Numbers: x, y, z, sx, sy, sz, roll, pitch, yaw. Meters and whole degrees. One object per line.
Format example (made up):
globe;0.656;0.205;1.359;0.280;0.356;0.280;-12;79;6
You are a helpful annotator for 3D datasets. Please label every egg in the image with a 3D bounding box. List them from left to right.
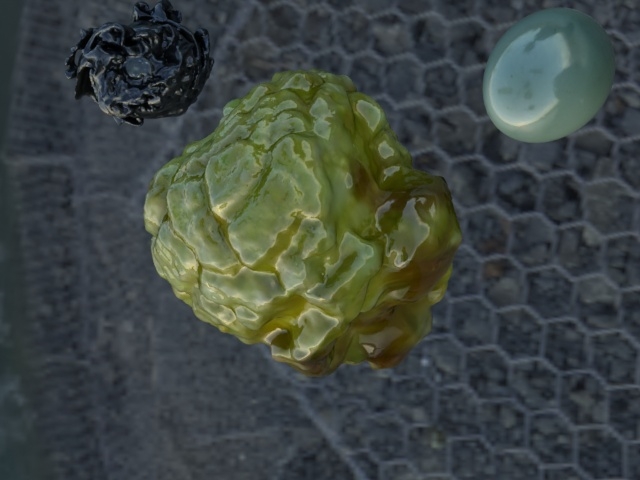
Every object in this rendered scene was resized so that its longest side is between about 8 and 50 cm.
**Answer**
egg;0.278;-0.201;1.889;0.149;0.149;0.192;7;47;42

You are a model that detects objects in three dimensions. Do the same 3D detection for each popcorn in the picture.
popcorn;0.000;0.000;1.157;0.206;0.251;0.237;-51;17;-18

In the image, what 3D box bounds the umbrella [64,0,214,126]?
umbrella;-0.184;-0.201;1.723;0.154;0.336;0.128;-13;98;8
